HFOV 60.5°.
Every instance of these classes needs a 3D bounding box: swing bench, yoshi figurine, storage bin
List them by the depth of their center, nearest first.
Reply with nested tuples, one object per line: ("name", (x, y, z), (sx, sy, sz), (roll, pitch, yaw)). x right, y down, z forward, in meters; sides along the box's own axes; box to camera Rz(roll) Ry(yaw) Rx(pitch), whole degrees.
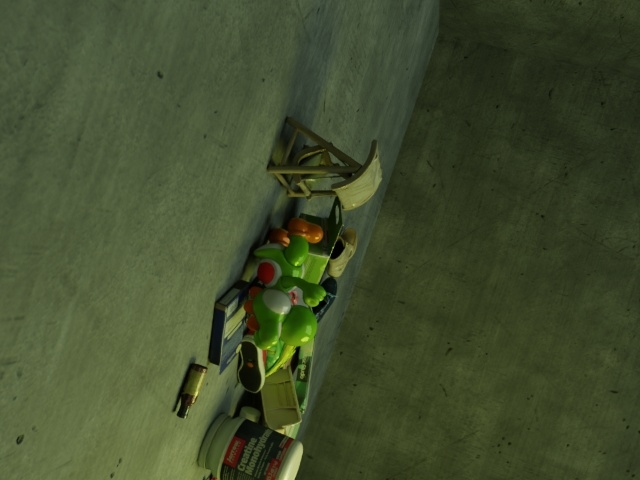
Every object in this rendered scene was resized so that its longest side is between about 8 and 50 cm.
("swing bench", (0.027, -0.188, 1.483), (0.253, 0.255, 0.165), (46, 64, -76))
("yoshi figurine", (-0.075, 0.135, 1.486), (0.203, 0.203, 0.362), (74, 24, -57))
("storage bin", (-0.159, 0.631, 1.938), (0.260, 0.123, 0.262), (-110, -155, -51))

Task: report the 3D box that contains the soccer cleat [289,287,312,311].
("soccer cleat", (-0.097, 0.176, 1.880), (0.116, 0.143, 0.331), (-14, 106, -37))

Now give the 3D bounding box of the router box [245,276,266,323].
("router box", (-0.164, 0.151, 1.641), (0.179, 0.046, 0.133), (-55, 160, -53))

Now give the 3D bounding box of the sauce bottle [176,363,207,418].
("sauce bottle", (-0.310, 0.361, 1.316), (0.042, 0.042, 0.128), (54, 55, -75))

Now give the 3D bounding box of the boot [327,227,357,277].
("boot", (0.099, 0.021, 2.517), (0.261, 0.095, 0.203), (-61, 164, -23))

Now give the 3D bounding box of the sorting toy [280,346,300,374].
("sorting toy", (-0.131, 0.500, 2.352), (0.193, 0.038, 0.208), (-56, 156, -52))

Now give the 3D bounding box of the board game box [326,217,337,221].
("board game box", (0.000, 0.000, 2.143), (0.210, 0.047, 0.160), (-26, 133, -72))

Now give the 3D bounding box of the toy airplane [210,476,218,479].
("toy airplane", (-0.344, 0.781, 1.786), (0.151, 0.028, 0.151), (-48, 172, -9))

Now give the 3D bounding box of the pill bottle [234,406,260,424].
("pill bottle", (-0.259, 0.654, 1.852), (0.094, 0.094, 0.169), (5, 103, -78))

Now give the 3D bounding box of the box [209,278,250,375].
("box", (-0.239, 0.230, 1.440), (0.136, 0.037, 0.225), (-50, 153, -61))

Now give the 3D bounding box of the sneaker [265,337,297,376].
("sneaker", (-0.149, 0.351, 1.855), (0.295, 0.123, 0.109), (-57, 164, 28))

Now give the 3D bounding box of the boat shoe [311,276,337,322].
("boat shoe", (0.010, 0.270, 2.463), (0.089, 0.109, 0.258), (82, 27, -58))

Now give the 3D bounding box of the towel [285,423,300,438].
("towel", (-0.179, 0.766, 2.248), (0.247, 0.038, 0.324), (-67, 148, -40))

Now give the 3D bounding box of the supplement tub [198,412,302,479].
("supplement tub", (-0.207, 0.652, 1.654), (0.191, 0.272, 0.191), (18, 90, -78))

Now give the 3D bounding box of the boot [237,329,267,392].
("boot", (-0.189, 0.351, 1.746), (0.176, 0.089, 0.244), (-57, 158, -54))

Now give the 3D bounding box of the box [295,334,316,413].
("box", (-0.069, 0.573, 2.406), (0.232, 0.059, 0.321), (76, 20, -83))

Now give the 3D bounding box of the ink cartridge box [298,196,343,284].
("ink cartridge box", (-0.017, -0.021, 1.681), (0.188, 0.097, 0.255), (-92, -162, -49))
